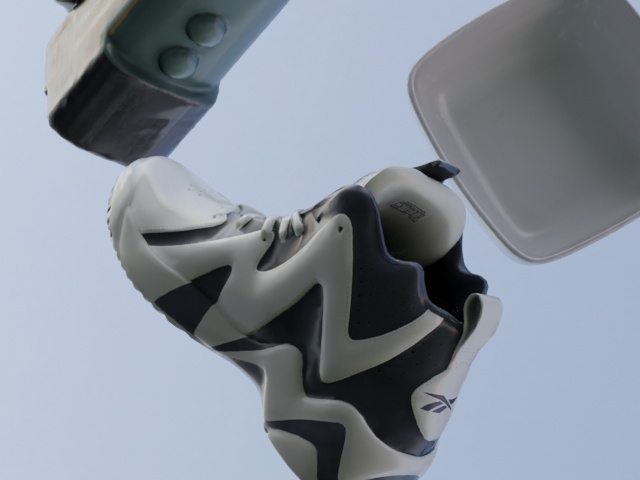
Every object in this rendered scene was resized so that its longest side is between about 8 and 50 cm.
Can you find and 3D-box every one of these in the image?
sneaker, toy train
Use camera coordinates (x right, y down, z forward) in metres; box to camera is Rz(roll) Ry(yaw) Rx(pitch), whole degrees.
[{"bbox_3d":[0.000,0.000,0.931,0.153,0.094,0.235,-54,-130,20],"label":"sneaker"},{"bbox_3d":[-0.088,-0.202,1.377,0.334,0.142,0.190,-44,-142,36],"label":"toy train"}]

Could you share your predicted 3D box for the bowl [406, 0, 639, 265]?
[{"bbox_3d":[0.129,-0.063,1.063,0.142,0.142,0.053,59,-11,10],"label":"bowl"}]
